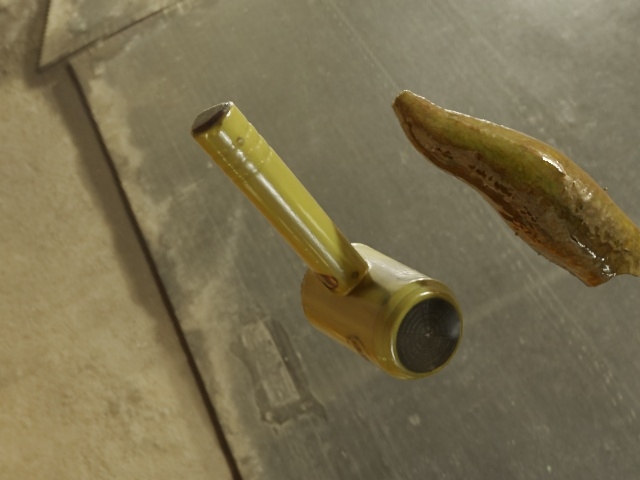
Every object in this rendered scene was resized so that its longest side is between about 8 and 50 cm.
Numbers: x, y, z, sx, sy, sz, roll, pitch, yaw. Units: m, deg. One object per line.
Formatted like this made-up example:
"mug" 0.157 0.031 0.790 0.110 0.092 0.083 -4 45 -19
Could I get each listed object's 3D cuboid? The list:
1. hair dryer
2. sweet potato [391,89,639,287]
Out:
"hair dryer" 0.000 0.000 0.779 0.090 0.279 0.135 -47 32 -10
"sweet potato" 0.160 -0.042 0.754 0.243 0.077 0.077 36 65 -9
